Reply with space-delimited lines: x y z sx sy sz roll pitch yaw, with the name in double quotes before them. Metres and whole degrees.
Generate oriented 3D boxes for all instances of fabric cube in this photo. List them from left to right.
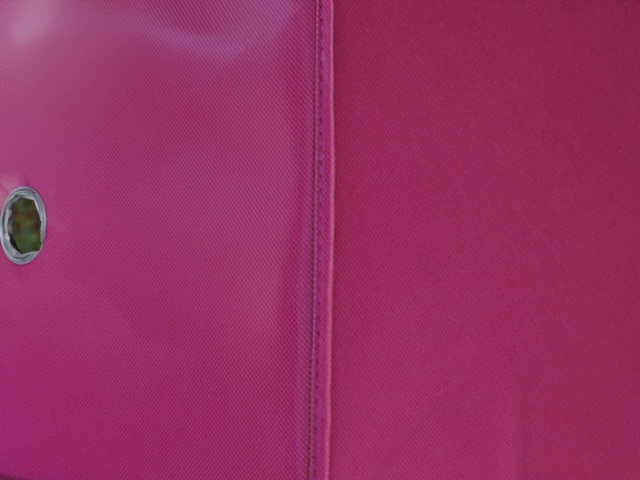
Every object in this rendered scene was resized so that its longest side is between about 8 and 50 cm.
"fabric cube" 0.000 0.000 0.751 0.258 0.259 0.254 3 90 46
